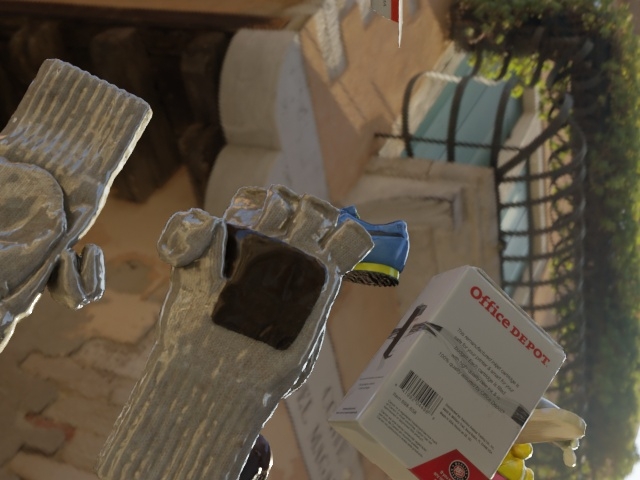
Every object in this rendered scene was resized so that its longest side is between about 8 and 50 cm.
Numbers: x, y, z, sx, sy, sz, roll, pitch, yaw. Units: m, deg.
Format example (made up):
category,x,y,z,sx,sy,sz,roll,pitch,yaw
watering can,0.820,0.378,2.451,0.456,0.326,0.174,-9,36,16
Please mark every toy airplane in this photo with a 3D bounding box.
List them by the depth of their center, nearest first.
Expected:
category,x,y,z,sx,sy,sz,roll,pitch,yaw
toy airplane,0.300,0.373,1.801,0.386,0.272,0.385,29,-44,27

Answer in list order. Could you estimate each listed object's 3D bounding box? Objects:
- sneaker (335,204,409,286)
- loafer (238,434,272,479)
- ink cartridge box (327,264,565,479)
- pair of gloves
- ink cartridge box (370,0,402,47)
category,x,y,z,sx,sy,sz,roll,pitch,yaw
sneaker,0.000,0.000,1.074,0.209,0.082,0.069,6,-16,19
loafer,-0.097,0.255,0.979,0.109,0.095,0.302,55,-14,10
ink cartridge box,0.174,0.199,1.264,0.197,0.273,0.114,43,-21,-10
pair of gloves,-0.110,0.015,0.519,0.240,0.204,0.042,32,-27,2
ink cartridge box,0.065,-0.299,0.961,0.045,0.179,0.145,2,-54,7
